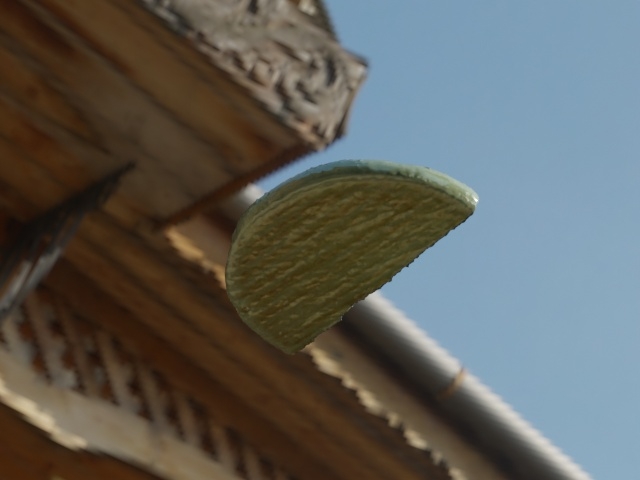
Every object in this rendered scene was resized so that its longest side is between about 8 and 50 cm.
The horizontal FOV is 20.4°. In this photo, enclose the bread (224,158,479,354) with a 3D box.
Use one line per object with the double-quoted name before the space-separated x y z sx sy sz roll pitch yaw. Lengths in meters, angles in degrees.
"bread" -0.001 -0.004 1.182 0.112 0.036 0.193 30 -54 -29
